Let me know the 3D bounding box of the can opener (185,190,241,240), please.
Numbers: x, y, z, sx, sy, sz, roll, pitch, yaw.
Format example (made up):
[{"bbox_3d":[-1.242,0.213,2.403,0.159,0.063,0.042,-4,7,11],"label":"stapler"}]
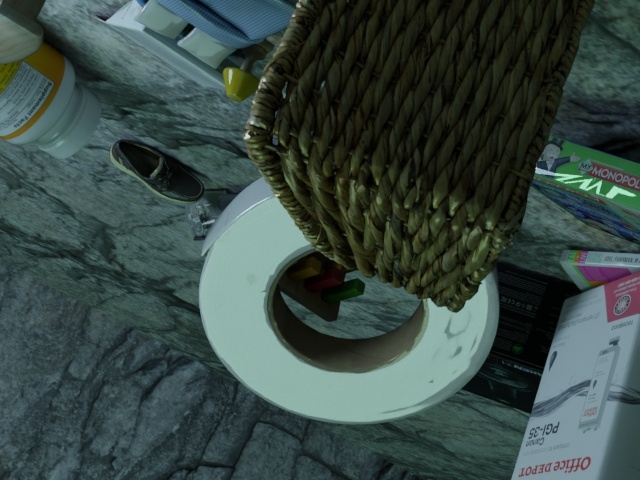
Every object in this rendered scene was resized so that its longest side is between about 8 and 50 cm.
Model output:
[{"bbox_3d":[-0.104,-0.038,2.089,0.095,0.076,0.283,-6,-176,-40],"label":"can opener"}]

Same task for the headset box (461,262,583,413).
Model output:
[{"bbox_3d":[0.283,0.148,2.021,0.246,0.131,0.283,18,163,16],"label":"headset box"}]

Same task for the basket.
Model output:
[{"bbox_3d":[0.074,-0.120,1.167,0.223,0.299,0.213,21,156,0],"label":"basket"}]

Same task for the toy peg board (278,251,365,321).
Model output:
[{"bbox_3d":[0.000,0.000,1.913,0.079,0.161,0.160,-19,138,40],"label":"toy peg board"}]

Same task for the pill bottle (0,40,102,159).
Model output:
[{"bbox_3d":[-0.402,-0.207,1.797,0.136,0.136,0.245,3,155,47],"label":"pill bottle"}]

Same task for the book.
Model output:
[{"bbox_3d":[0.382,0.046,1.755,0.144,0.035,0.096,4,154,42],"label":"book"}]

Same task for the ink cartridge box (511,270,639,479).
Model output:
[{"bbox_3d":[0.359,0.198,1.712,0.117,0.283,0.207,27,157,-15],"label":"ink cartridge box"}]

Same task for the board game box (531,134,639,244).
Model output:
[{"bbox_3d":[0.347,-0.022,1.399,0.317,0.046,0.213,25,177,44],"label":"board game box"}]

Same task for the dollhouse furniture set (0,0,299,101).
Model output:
[{"bbox_3d":[-0.138,-0.216,1.333,0.303,0.198,0.286,30,162,-25],"label":"dollhouse furniture set"}]

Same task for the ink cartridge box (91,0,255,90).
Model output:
[{"bbox_3d":[-0.172,-0.231,1.635,0.145,0.045,0.179,32,179,-31],"label":"ink cartridge box"}]

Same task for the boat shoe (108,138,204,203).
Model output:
[{"bbox_3d":[-0.238,-0.100,2.055,0.152,0.056,0.049,25,168,-9],"label":"boat shoe"}]

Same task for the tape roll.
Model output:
[{"bbox_3d":[0.035,0.070,1.812,0.392,0.072,0.392,3,124,4],"label":"tape roll"}]
